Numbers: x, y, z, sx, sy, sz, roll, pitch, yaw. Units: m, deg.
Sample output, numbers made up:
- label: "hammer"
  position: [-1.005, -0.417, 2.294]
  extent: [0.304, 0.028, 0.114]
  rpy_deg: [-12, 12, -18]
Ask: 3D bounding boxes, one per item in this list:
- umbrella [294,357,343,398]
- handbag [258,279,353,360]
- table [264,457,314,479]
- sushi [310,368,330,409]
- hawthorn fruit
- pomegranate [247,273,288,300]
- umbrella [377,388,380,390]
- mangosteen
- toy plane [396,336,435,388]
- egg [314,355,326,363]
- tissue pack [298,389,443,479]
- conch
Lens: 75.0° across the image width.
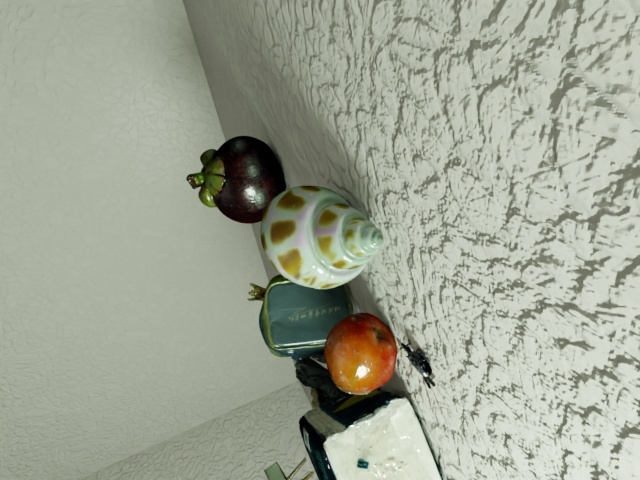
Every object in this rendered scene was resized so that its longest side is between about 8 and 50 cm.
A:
- label: "umbrella"
  position: [-0.007, 0.469, 1.417]
  extent: [0.349, 0.094, 0.143]
  rpy_deg: [34, 133, 22]
- label: "handbag"
  position: [-0.045, 0.223, 1.199]
  extent: [0.241, 0.263, 0.222]
  rpy_deg: [112, 153, -67]
- label: "table"
  position: [-0.032, 0.669, 1.044]
  extent: [0.240, 0.111, 0.121]
  rpy_deg: [36, 151, 54]
- label: "sushi"
  position: [0.053, 0.633, 1.592]
  extent: [0.211, 0.171, 0.350]
  rpy_deg: [-122, 19, -45]
- label: "hawthorn fruit"
  position: [0.088, 0.243, 0.922]
  extent: [0.173, 0.173, 0.173]
  rpy_deg: [160, 90, -76]
- label: "pomegranate"
  position: [-0.178, 0.241, 1.786]
  extent: [0.211, 0.263, 0.211]
  rpy_deg: [-171, 90, -69]
- label: "umbrella"
  position: [0.149, 0.394, 1.209]
  extent: [0.122, 0.022, 0.013]
  rpy_deg: [56, 137, 13]
- label: "mangosteen"
  position: [-0.266, -0.195, 1.405]
  extent: [0.300, 0.300, 0.300]
  rpy_deg: [160, 90, -76]
- label: "toy plane"
  position: [0.183, 0.231, 0.817]
  extent: [0.121, 0.031, 0.049]
  rpy_deg: [50, 165, 47]
- label: "egg"
  position: [0.006, 0.337, 1.410]
  extent: [0.182, 0.141, 0.141]
  rpy_deg: [52, 158, 43]
- label: "tissue pack"
  position: [0.109, 0.543, 1.069]
  extent: [0.416, 0.253, 0.264]
  rpy_deg: [118, 129, -72]
- label: "conch"
  position: [0.000, 0.000, 0.861]
  extent: [0.249, 0.197, 0.368]
  rpy_deg: [37, -175, -32]
